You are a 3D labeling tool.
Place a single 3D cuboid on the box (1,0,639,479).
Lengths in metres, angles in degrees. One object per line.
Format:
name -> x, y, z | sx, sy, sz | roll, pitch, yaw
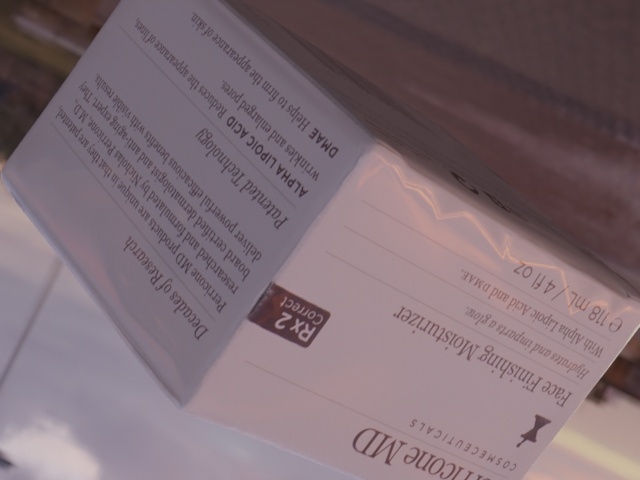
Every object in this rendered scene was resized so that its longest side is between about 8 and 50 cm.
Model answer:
box -> 0.000, 0.000, 0.724 | 0.181, 0.119, 0.182 | 27, -167, -42
